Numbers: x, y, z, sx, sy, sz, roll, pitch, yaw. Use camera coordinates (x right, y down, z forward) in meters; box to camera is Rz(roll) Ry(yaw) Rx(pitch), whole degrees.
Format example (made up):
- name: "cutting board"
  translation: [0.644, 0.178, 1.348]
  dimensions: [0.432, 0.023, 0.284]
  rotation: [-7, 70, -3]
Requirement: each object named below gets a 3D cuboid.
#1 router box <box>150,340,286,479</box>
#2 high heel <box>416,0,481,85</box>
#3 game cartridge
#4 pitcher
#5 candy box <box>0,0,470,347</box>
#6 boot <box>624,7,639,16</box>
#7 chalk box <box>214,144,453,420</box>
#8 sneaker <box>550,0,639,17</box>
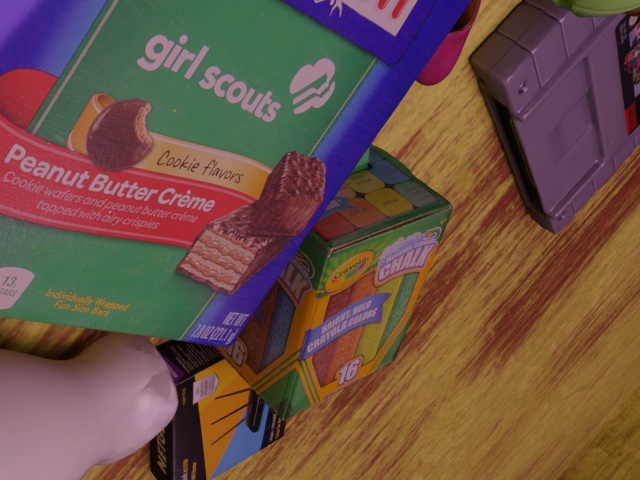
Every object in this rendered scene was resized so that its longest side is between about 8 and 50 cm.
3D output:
- name: "router box"
  translation: [-0.089, 0.145, 0.741]
  dimensions: [0.133, 0.046, 0.179]
  rotation: [-25, 142, -32]
- name: "high heel"
  translation: [0.113, -0.191, 0.554]
  dimensions: [0.082, 0.117, 0.244]
  rotation: [-28, 143, -29]
- name: "game cartridge"
  translation: [0.287, -0.163, 0.854]
  dimensions: [0.230, 0.068, 0.355]
  rotation: [-44, 148, 1]
- name: "pitcher"
  translation: [-0.219, 0.142, 0.529]
  dimensions: [0.178, 0.125, 0.207]
  rotation: [-45, 163, 24]
- name: "candy box"
  translation: [-0.071, -0.110, 0.417]
  dimensions: [0.317, 0.122, 0.268]
  rotation: [-56, 147, 10]
- name: "boot"
  translation: [0.324, -0.245, 0.725]
  dimensions: [0.114, 0.037, 0.106]
  rotation: [-5, 137, -36]
- name: "chalk box"
  translation: [0.000, 0.000, 0.610]
  dimensions: [0.132, 0.132, 0.213]
  rotation: [-20, 138, -38]
- name: "sneaker"
  translation: [0.298, -0.381, 0.562]
  dimensions: [0.483, 0.185, 0.202]
  rotation: [-56, 166, 18]
